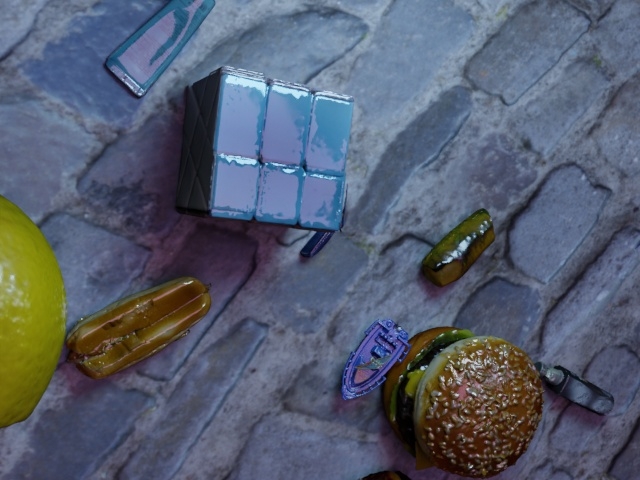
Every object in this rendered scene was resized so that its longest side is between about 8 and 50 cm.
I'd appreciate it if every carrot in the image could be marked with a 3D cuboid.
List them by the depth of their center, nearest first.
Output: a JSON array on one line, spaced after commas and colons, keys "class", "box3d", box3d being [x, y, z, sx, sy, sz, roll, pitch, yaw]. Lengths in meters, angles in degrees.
[{"class": "carrot", "box3d": [0.273, 0.016, 1.554, 0.173, 0.082, 0.082, -39, 108, -15]}]

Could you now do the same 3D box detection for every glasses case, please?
[{"class": "glasses case", "box3d": [0.000, 0.000, 1.461, 0.083, 0.033, 0.023, -51, 121, -11]}]

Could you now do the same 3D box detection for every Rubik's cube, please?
[{"class": "Rubik's cube", "box3d": [-0.095, -0.139, 1.308, 0.225, 0.221, 0.231, 6, 92, -23]}]

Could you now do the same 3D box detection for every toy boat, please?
[{"class": "toy boat", "box3d": [0.096, 0.224, 1.476, 0.091, 0.110, 0.175, 40, 83, -2]}]

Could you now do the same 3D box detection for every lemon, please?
[{"class": "lemon", "box3d": [-0.514, 0.073, 1.086, 0.364, 0.364, 0.364, -2, 95, -23]}]

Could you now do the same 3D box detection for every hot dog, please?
[{"class": "hot dog", "box3d": [-0.295, 0.139, 1.327, 0.269, 0.072, 0.109, -27, 106, -17]}]

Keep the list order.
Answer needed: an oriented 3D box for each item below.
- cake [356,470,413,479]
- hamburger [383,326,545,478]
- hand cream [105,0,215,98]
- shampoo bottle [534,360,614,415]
[{"class": "cake", "box3d": [0.160, 0.565, 1.489, 0.196, 0.199, 0.293, -32, 104, -15]}, {"class": "hamburger", "box3d": [0.268, 0.301, 1.497, 0.291, 0.225, 0.291, -3, 98, -23]}, {"class": "hand cream", "box3d": [-0.252, -0.343, 1.327, 0.083, 0.048, 0.224, 45, 83, -19]}, {"class": "shampoo bottle", "box3d": [0.529, 0.312, 1.700, 0.208, 0.057, 0.063, 28, 90, -21]}]
